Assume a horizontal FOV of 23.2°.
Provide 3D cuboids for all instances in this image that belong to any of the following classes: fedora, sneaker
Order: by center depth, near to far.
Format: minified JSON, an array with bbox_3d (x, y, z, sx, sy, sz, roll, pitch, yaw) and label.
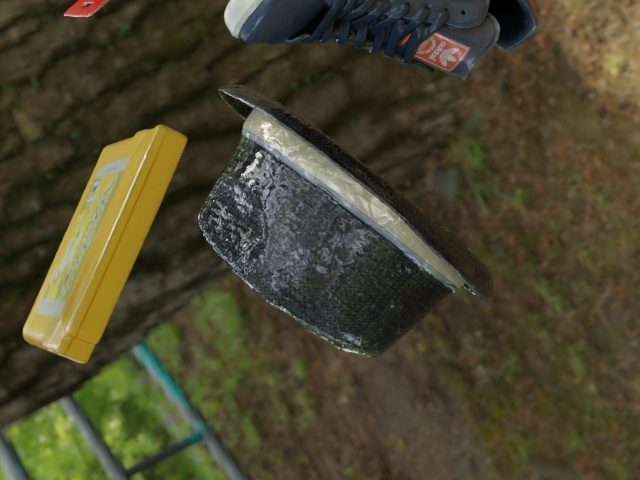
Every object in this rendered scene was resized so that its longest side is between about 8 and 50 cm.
[{"bbox_3d":[0.074,-0.209,1.431,0.148,0.350,0.131,59,140,13],"label":"sneaker"},{"bbox_3d":[0.000,0.000,1.485,0.334,0.152,0.334,38,178,1],"label":"fedora"}]

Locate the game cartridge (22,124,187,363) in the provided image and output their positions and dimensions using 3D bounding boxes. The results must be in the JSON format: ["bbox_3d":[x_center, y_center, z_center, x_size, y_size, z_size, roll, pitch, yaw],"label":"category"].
[{"bbox_3d":[-0.268,0.004,1.885,0.052,0.285,0.323,25,171,-14],"label":"game cartridge"}]

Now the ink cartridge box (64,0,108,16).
[{"bbox_3d":[-0.276,-0.409,2.128,0.078,0.231,0.134,48,167,-23],"label":"ink cartridge box"}]
